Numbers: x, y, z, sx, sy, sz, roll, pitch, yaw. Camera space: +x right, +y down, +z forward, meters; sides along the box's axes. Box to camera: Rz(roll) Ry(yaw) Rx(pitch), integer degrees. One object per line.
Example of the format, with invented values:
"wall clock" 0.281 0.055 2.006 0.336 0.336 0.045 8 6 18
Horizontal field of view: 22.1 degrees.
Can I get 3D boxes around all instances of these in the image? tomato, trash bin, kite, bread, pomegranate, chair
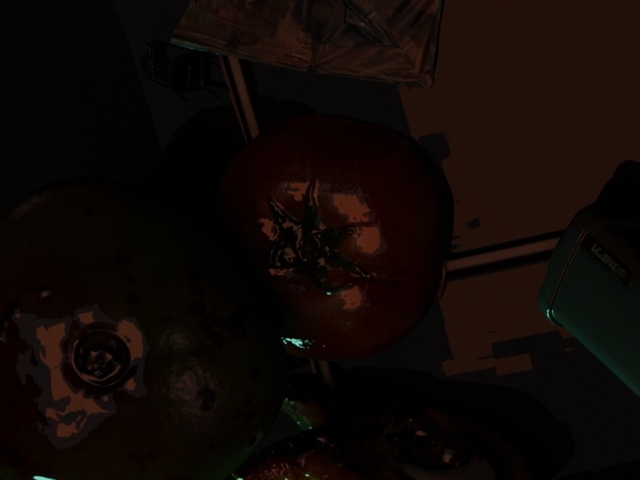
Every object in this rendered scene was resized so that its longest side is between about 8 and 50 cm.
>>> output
"tomato" -0.002 0.002 1.410 0.225 0.085 0.225 5 104 21
"trash bin" 0.281 0.059 1.249 0.176 0.236 0.101 10 113 -29
"kite" -0.003 -0.253 1.379 0.335 0.011 0.314 -34 91 23
"bread" 0.065 0.202 1.415 0.268 0.139 0.095 11 129 24
"pomegranate" -0.156 0.087 1.368 0.290 0.323 0.291 0 91 20
"chair" -0.120 -0.148 1.435 0.086 0.042 0.037 34 130 46
